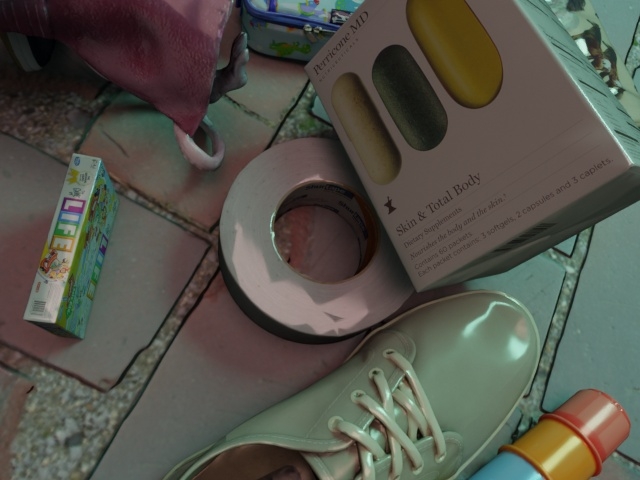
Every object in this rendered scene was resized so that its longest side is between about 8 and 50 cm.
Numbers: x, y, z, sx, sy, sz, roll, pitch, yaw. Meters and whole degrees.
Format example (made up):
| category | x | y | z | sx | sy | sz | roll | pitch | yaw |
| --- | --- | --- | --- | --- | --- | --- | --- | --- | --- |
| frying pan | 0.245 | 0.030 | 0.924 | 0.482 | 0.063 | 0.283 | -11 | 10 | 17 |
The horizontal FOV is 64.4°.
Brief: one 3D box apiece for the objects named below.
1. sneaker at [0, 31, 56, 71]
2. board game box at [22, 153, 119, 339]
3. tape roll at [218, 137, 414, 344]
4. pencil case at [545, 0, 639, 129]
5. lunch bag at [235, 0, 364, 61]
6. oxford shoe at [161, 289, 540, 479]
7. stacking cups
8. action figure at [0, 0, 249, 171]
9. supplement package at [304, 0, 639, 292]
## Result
| category | x | y | z | sx | sy | sz | roll | pitch | yaw |
| --- | --- | --- | --- | --- | --- | --- | --- | --- | --- |
| sneaker | -0.285 | -0.324 | 0.587 | 0.153 | 0.099 | 0.281 | -7 | 71 | -13 |
| board game box | -0.230 | 0.010 | 0.484 | 0.026 | 0.103 | 0.153 | 10 | 71 | -9 |
| tape roll | 0.000 | 0.000 | 0.555 | 0.220 | 0.072 | 0.219 | 3 | 71 | -10 |
| pencil case | 0.263 | -0.260 | 0.650 | 0.184 | 0.160 | 0.409 | -7 | 73 | -30 |
| lunch bag | -0.013 | -0.339 | 0.658 | 0.176 | 0.090 | 0.218 | 9 | 69 | -7 |
| oxford shoe | 0.050 | 0.180 | 0.477 | 0.450 | 0.130 | 0.169 | -25 | 77 | -20 |
| stacking cups | 0.181 | 0.253 | 0.507 | 0.316 | 0.096 | 0.096 | -30 | 81 | -24 |
| action figure | -0.263 | -0.238 | 0.472 | 0.371 | 0.275 | 0.248 | -2 | 42 | -23 |
| supplement package | 0.157 | -0.117 | 0.501 | 0.198 | 0.199 | 0.262 | -3 | 63 | -48 |
